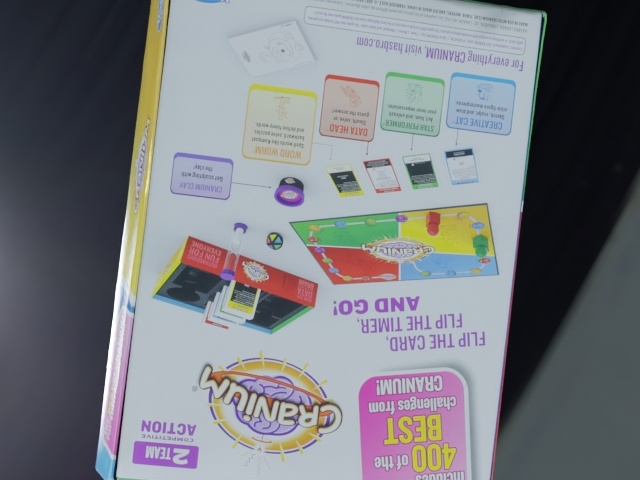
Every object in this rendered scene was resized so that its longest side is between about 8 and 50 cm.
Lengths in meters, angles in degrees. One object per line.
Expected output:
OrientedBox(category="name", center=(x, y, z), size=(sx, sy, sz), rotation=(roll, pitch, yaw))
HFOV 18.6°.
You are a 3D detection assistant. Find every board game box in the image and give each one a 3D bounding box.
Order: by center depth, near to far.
OrientedBox(category="board game box", center=(0.000, 0.000, 1.200), size=(0.242, 0.317, 0.064), rotation=(8, 179, -14))
